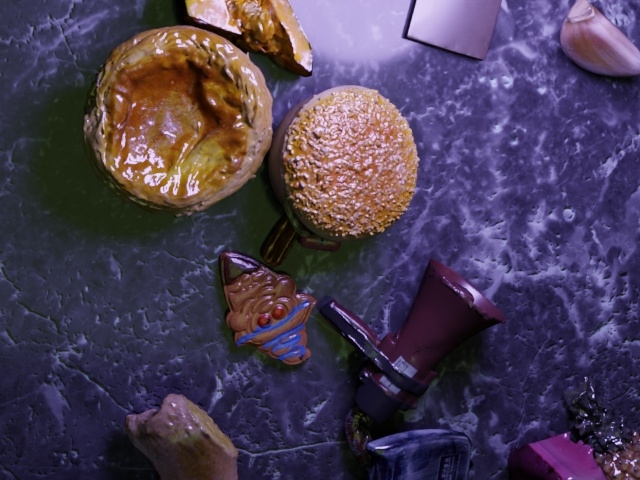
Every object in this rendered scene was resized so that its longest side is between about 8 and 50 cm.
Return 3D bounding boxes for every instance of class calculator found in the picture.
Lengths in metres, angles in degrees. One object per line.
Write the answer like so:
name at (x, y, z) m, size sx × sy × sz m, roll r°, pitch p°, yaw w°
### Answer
calculator at (0.208, 0.479, 1.986) m, size 0.268 × 0.040 × 0.177 m, roll -1°, pitch 105°, yaw -28°

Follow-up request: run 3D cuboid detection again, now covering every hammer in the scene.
hammer at (0.000, 0.000, 1.883) m, size 0.083 × 0.043 × 0.043 m, roll 10°, pitch 97°, yaw -14°

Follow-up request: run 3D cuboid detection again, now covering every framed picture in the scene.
framed picture at (0.261, -0.438, 1.869) m, size 0.168 × 0.023 × 0.128 m, roll 13°, pitch 97°, yaw -13°

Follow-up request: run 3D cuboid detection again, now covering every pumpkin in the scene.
pumpkin at (-0.147, -0.394, 1.738) m, size 0.190 × 0.139 × 0.281 m, roll -27°, pitch 101°, yaw -9°

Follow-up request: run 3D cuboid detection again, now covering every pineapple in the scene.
pineapple at (0.642, 0.457, 2.018) m, size 0.202 × 0.202 × 0.362 m, roll -28°, pitch 93°, yaw -5°

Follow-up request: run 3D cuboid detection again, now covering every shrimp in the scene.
shrimp at (0.090, 0.419, 1.964) m, size 0.065 × 0.056 × 0.165 m, roll -23°, pitch 106°, yaw -13°

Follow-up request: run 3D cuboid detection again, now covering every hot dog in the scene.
hot dog at (-0.073, -0.002, 1.874) m, size 0.049 × 0.037 × 0.122 m, roll 33°, pitch 87°, yaw -3°

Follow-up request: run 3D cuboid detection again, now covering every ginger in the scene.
ginger at (-0.274, 0.432, 1.861) m, size 0.275 × 0.130 × 0.221 m, roll 41°, pitch 99°, yaw -9°

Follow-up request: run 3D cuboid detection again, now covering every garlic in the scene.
garlic at (0.578, -0.373, 1.878) m, size 0.266 × 0.148 × 0.128 m, roll 28°, pitch 124°, yaw -14°

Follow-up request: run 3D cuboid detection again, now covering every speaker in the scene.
speaker at (0.163, 0.187, 1.882) m, size 0.329 × 0.198 × 0.259 m, roll -46°, pitch 118°, yaw 8°

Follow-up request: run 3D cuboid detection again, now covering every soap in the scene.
soap at (0.497, 0.511, 1.922) m, size 0.127 × 0.325 × 0.220 m, roll -21°, pitch 105°, yaw -11°

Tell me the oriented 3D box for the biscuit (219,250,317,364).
biscuit at (-0.109, 0.134, 1.891) m, size 0.183 × 0.043 × 0.280 m, roll -36°, pitch 107°, yaw -7°

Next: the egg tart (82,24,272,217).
egg tart at (-0.260, -0.218, 1.735) m, size 0.351 × 0.150 × 0.352 m, roll -4°, pitch 107°, yaw -13°

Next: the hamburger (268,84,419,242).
hamburger at (0.047, -0.142, 1.774) m, size 0.302 × 0.170 × 0.302 m, roll -8°, pitch 107°, yaw -28°
